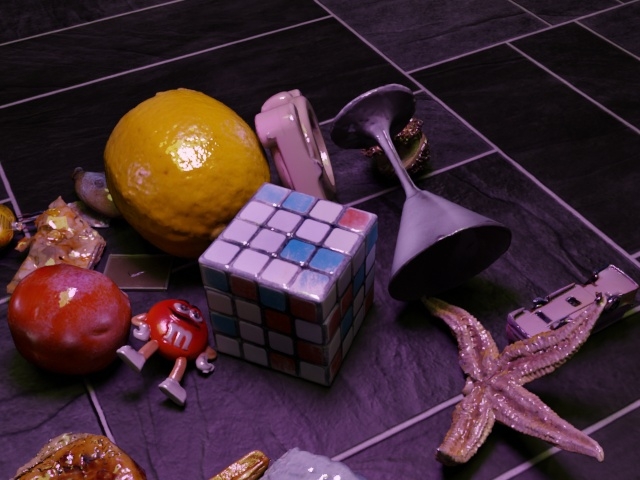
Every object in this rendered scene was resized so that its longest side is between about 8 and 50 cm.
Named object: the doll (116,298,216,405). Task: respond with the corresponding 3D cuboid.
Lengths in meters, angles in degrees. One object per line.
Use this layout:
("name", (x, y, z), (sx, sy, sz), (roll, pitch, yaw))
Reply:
("doll", (-0.276, 0.191, 1.504), (0.183, 0.085, 0.217), (39, 36, -10))

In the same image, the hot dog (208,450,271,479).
("hot dog", (-0.138, 0.404, 1.323), (0.133, 0.041, 0.056), (-31, 50, -18))

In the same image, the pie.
("pie", (-0.406, 0.444, 1.250), (0.308, 0.085, 0.308), (-1, 44, 1))

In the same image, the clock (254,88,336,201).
("clock", (-0.047, -0.197, 1.775), (0.114, 0.284, 0.309), (-19, 23, 8))

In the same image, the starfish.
("starfish", (0.307, 0.235, 1.374), (0.384, 0.132, 0.398), (-17, 33, 41))

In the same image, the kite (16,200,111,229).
("kite", (-0.601, -0.055, 1.847), (0.229, 0.016, 0.127), (-12, 41, -12))

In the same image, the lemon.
("lemon", (-0.263, -0.117, 1.673), (0.364, 0.364, 0.364), (-1, 43, 1))

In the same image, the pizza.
("pizza", (-0.574, 0.008, 1.735), (0.189, 0.071, 0.297), (1, 43, 1))

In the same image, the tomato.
("tomato", (-0.473, 0.152, 1.475), (0.232, 0.232, 0.188), (7, 59, 9))

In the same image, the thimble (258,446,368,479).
("thimble", (0.002, 0.435, 1.161), (0.250, 0.205, 0.172), (36, 59, 13))

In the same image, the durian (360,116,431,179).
("durian", (0.177, -0.244, 1.907), (0.167, 0.196, 0.196), (-17, 42, 9))

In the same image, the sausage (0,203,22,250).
("sausage", (-0.832, -0.023, 1.738), (0.347, 0.123, 0.123), (-2, 43, -1))

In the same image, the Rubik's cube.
("Rubik's cube", (-0.052, 0.081, 1.509), (0.256, 0.253, 0.259), (16, 44, 19))

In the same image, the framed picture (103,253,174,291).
("framed picture", (-0.398, 0.069, 1.709), (0.149, 0.011, 0.109), (1, 43, 2))

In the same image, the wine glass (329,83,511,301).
("wine glass", (0.188, -0.108, 1.629), (0.267, 0.267, 0.406), (-15, 60, -14))

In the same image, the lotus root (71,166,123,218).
("lotus root", (-0.511, -0.116, 1.848), (0.192, 0.088, 0.113), (28, 26, 21))

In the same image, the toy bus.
("toy bus", (0.486, 0.147, 1.524), (0.274, 0.112, 0.090), (-22, 47, -21))
